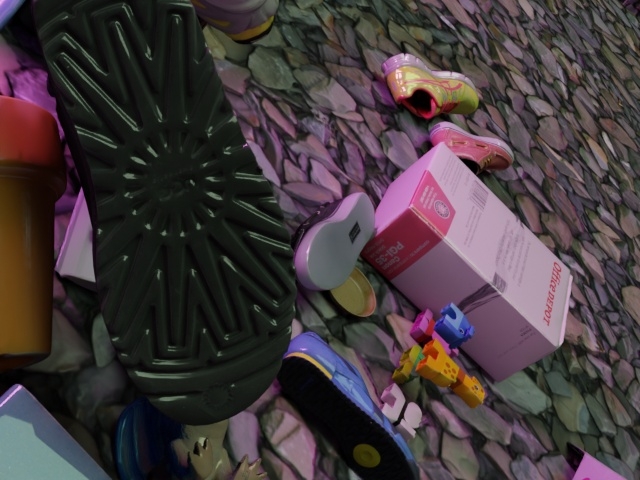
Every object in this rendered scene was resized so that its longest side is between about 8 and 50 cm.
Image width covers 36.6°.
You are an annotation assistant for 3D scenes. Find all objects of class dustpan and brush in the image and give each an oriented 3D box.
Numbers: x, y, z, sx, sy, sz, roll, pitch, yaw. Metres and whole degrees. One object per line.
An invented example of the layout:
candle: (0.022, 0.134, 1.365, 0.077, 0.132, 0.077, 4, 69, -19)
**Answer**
dustpan and brush: (-0.154, 0.018, 1.003, 0.211, 0.060, 0.147, 32, 38, -25)

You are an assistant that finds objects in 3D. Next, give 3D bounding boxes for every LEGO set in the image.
LEGO set: (0.153, 0.164, 1.196, 0.093, 0.087, 0.227, 45, 35, -7)

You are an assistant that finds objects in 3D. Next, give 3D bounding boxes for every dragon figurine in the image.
dragon figurine: (-0.124, 0.178, 0.860, 0.085, 0.144, 0.289, 19, 64, -40)

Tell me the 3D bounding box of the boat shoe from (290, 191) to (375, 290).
boat shoe: (0.000, 0.000, 1.190, 0.080, 0.076, 0.228, 70, 26, -19)

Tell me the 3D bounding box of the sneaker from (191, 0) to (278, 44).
sneaker: (-0.181, -0.366, 1.103, 0.385, 0.145, 0.147, 56, -10, 25)

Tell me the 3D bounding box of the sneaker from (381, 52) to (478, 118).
sneaker: (0.190, -0.240, 1.647, 0.208, 0.081, 0.094, 12, 56, -34)

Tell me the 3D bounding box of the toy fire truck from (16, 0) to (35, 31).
toy fire truck: (-0.305, -0.354, 1.138, 0.217, 0.158, 0.246, 30, 18, -36)

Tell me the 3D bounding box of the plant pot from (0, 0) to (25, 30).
plant pot: (-0.389, -0.224, 0.808, 0.236, 0.212, 0.236, 41, 40, -21)

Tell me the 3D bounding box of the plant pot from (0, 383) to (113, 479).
plant pot: (-0.241, 0.245, 0.599, 0.165, 0.165, 0.234, 48, 40, -4)

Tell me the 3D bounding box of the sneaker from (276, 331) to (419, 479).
sneaker: (0.041, 0.185, 1.063, 0.209, 0.069, 0.082, 48, 30, -3)

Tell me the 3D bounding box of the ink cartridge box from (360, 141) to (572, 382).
ink cartridge box: (0.210, 0.030, 1.362, 0.283, 0.117, 0.207, 44, 34, -9)

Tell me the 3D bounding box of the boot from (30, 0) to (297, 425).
boot: (-0.162, -0.076, 0.886, 0.146, 0.445, 0.367, -14, 104, -14)

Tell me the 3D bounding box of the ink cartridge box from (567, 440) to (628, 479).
ink cartridge box: (0.429, 0.377, 1.217, 0.176, 0.069, 0.371, 43, -1, -10)

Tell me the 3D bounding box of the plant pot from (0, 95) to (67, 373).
plant pot: (-0.290, 0.011, 0.752, 0.205, 0.205, 0.188, -3, 75, -50)

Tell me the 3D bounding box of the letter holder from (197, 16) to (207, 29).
letter holder: (-0.162, -0.474, 1.330, 0.152, 0.214, 0.302, 29, 39, -28)

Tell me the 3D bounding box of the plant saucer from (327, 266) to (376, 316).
plant saucer: (0.034, 0.063, 1.219, 0.083, 0.015, 0.083, 29, 38, -27)

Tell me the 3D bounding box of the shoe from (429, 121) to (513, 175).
shoe: (0.262, -0.135, 1.636, 0.178, 0.063, 0.081, 18, 46, -32)
